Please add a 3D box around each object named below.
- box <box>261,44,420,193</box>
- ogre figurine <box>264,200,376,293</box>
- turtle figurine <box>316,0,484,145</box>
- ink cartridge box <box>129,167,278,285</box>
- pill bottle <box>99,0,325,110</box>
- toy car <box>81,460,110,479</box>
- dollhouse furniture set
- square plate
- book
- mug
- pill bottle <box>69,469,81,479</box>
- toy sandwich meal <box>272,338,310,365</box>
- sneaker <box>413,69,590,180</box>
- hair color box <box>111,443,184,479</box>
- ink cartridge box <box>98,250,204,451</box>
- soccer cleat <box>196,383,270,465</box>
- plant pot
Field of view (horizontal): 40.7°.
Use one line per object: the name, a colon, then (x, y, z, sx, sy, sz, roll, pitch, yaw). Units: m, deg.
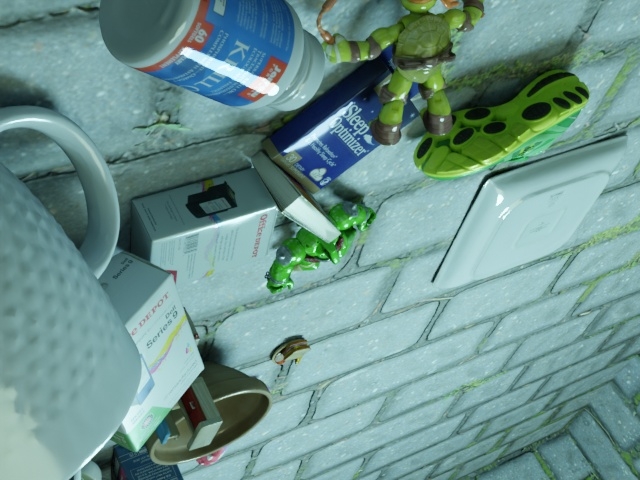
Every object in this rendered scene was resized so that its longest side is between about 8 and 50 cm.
box: (0.045, -0.160, 1.144, 0.225, 0.036, 0.136, -38, 151, 9)
ogre figurine: (0.000, 0.000, 1.297, 0.197, 0.096, 0.118, -17, 163, -3)
turtle figurine: (0.126, -0.223, 1.020, 0.270, 0.087, 0.217, -24, 137, -20)
ink cartridge box: (-0.156, -0.012, 1.141, 0.175, 0.072, 0.127, -18, 150, -25)
pill bottle: (-0.094, -0.199, 0.847, 0.124, 0.124, 0.222, -44, 149, 23)
toy car: (-0.472, 0.496, 1.599, 0.136, 0.159, 0.182, 3, 139, 27)
dollhouse furniture set: (-0.243, 0.217, 1.309, 0.129, 0.183, 0.129, -10, 145, -35)
square plate: (0.413, -0.040, 1.688, 0.347, 0.049, 0.344, -18, 150, -24)
book: (-0.031, -0.059, 1.166, 0.035, 0.096, 0.144, -40, 150, 8)
mug: (-0.337, 0.026, 0.823, 0.374, 0.276, 0.328, -51, 130, -37)
pill bottle: (-0.491, 0.395, 1.413, 0.184, 0.103, 0.103, 4, 140, -20)
toy sandwich meal: (-0.054, 0.219, 1.664, 0.086, 0.029, 0.085, -24, 151, -14)
sneaker: (0.280, -0.152, 1.308, 0.296, 0.109, 0.123, -24, 147, -14)
hair color box: (-0.291, 0.558, 1.639, 0.105, 0.347, 0.174, -17, 148, -26)
ink cartridge box: (-0.245, 0.143, 1.098, 0.154, 0.093, 0.212, -51, 149, -34)
soccer cleat: (-0.184, 0.371, 1.735, 0.095, 0.083, 0.248, -10, 143, -43)
plant pot: (-0.212, 0.292, 1.541, 0.237, 0.109, 0.237, -23, 152, -13)
